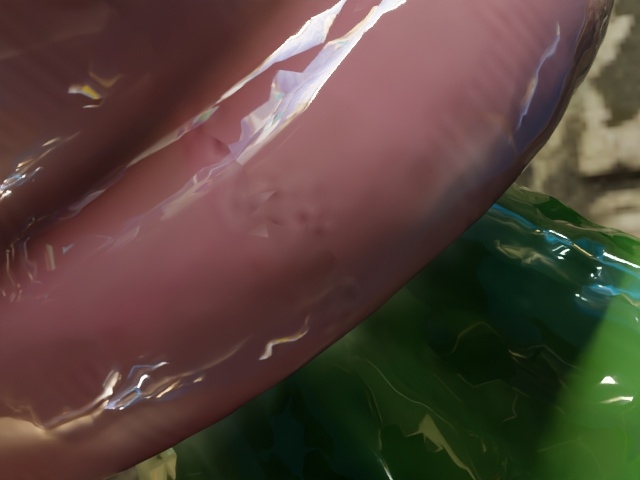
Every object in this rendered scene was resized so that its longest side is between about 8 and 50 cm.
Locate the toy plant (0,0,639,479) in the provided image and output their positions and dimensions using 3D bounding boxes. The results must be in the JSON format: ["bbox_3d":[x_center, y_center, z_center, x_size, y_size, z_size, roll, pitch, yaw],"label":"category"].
[{"bbox_3d":[-0.001,-0.007,0.417,0.210,0.317,0.356,-46,111,-32],"label":"toy plant"}]
